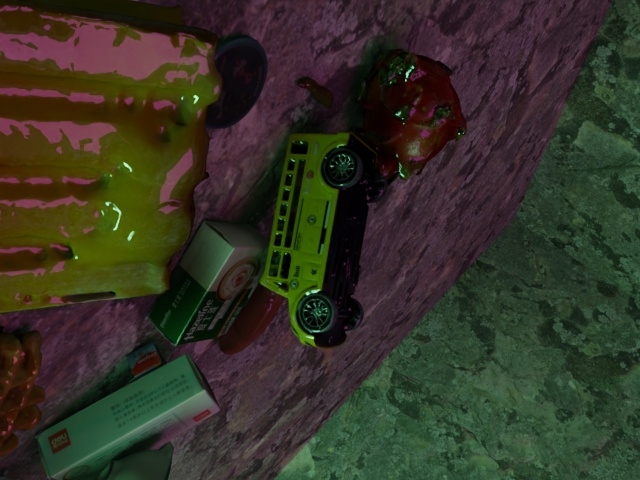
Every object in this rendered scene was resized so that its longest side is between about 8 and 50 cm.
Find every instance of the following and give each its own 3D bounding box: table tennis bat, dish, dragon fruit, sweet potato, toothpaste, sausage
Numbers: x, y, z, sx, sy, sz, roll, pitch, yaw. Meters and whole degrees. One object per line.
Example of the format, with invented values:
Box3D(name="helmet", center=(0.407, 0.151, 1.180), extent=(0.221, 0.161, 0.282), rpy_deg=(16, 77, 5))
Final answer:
Box3D(name="table tennis bat", center=(-0.136, -0.182, 0.702), extent=(0.201, 0.033, 0.124), rpy_deg=(-35, 151, -45))
Box3D(name="dish", center=(-0.322, 0.408, 0.899), extent=(0.246, 0.078, 0.224), rpy_deg=(-35, -154, 55))
Box3D(name="dragon fruit", center=(0.128, -0.204, 1.016), extent=(0.200, 0.198, 0.269), rpy_deg=(25, 128, -36))
Box3D(name="sweet potato", center=(-0.002, -0.229, 0.894), extent=(0.026, 0.026, 0.115), rpy_deg=(-55, 155, 8))
Box3D(name="toothpaste", center=(-0.297, 0.250, 1.025), extent=(0.070, 0.044, 0.193), rpy_deg=(-27, 151, -15))
Box3D(name="sausage", center=(-0.108, 0.109, 1.140), extent=(0.304, 0.078, 0.078), rpy_deg=(-59, 157, 16))

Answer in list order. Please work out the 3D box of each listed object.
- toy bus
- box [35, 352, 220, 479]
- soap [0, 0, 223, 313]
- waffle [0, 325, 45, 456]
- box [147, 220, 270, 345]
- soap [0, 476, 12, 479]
Box3D(name="toy bus", center=(0.000, 0.000, 0.931), extent=(0.145, 0.151, 0.331), rpy_deg=(18, 81, -66))
Box3D(name="box", center=(-0.309, 0.300, 0.955), extent=(0.269, 0.079, 0.135), rpy_deg=(-28, 152, -12))
Box3D(name="soap", center=(-0.239, -0.063, 0.442), extent=(0.281, 0.143, 0.259), rpy_deg=(-5, 126, -37))
Box3D(name="waffle", center=(-0.454, 0.232, 0.649), extent=(0.329, 0.062, 0.329), rpy_deg=(-49, 163, -20))
Box3D(name="box", center=(-0.173, 0.069, 0.948), extent=(0.199, 0.081, 0.135), rpy_deg=(-59, 156, 13))
Box3D(name="soap", center=(-0.446, 0.471, 0.811), extent=(0.150, 0.261, 0.094), rpy_deg=(-32, 141, -37))
